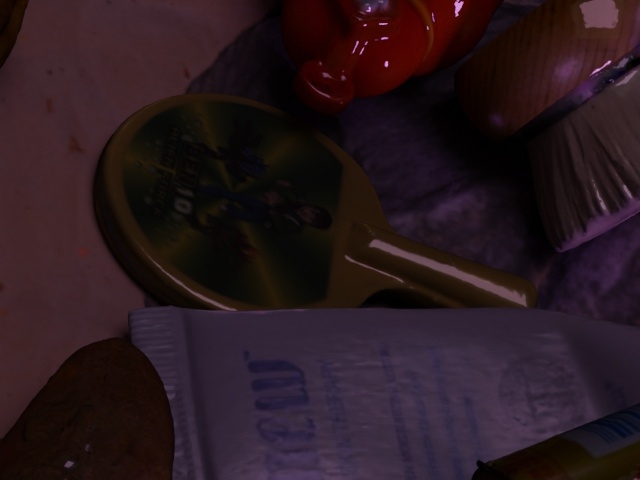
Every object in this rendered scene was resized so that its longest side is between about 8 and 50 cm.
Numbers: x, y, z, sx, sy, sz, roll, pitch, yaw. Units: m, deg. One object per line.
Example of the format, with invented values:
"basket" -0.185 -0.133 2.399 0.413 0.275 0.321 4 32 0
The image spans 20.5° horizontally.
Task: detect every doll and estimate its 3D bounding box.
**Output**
"doll" 0.055 -0.215 1.340 0.182 0.160 0.363 30 47 -3

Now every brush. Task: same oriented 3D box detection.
"brush" 0.227 -0.114 1.366 0.166 0.174 0.266 54 30 2

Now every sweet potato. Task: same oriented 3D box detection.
"sweet potato" -0.152 0.190 0.916 0.109 0.109 0.385 27 45 -8

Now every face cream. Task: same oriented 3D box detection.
"face cream" 0.097 0.141 1.115 0.420 0.137 0.235 -1 60 -18

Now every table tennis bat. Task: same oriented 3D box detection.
"table tennis bat" 0.000 0.000 1.213 0.320 0.050 0.198 20 47 -9

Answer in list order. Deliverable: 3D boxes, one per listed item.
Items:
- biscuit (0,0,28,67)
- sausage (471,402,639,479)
"biscuit" -0.299 -0.184 1.155 0.213 0.091 0.274 -10 58 -33
"sausage" 0.247 0.138 1.028 0.317 0.125 0.117 -17 25 -17
